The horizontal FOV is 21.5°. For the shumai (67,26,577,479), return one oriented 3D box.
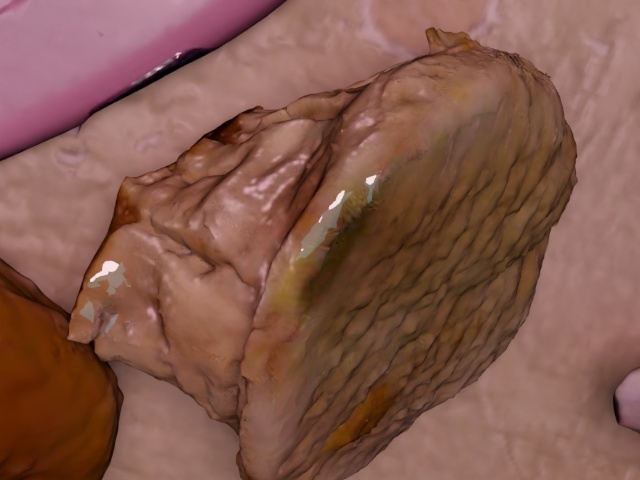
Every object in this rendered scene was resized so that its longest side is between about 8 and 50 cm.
[{"bbox_3d":[0.000,0.000,0.639,0.120,0.201,0.201,36,97,26],"label":"shumai"}]

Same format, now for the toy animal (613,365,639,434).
[{"bbox_3d":[0.257,0.106,0.718,0.302,0.225,0.284,-24,126,10],"label":"toy animal"}]

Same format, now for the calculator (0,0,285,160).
[{"bbox_3d":[-0.092,-0.150,0.622,0.294,0.043,0.194,-33,106,1],"label":"calculator"}]

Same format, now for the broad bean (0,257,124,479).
[{"bbox_3d":[-0.180,0.061,0.602,0.228,0.122,0.156,22,108,-28],"label":"broad bean"}]
